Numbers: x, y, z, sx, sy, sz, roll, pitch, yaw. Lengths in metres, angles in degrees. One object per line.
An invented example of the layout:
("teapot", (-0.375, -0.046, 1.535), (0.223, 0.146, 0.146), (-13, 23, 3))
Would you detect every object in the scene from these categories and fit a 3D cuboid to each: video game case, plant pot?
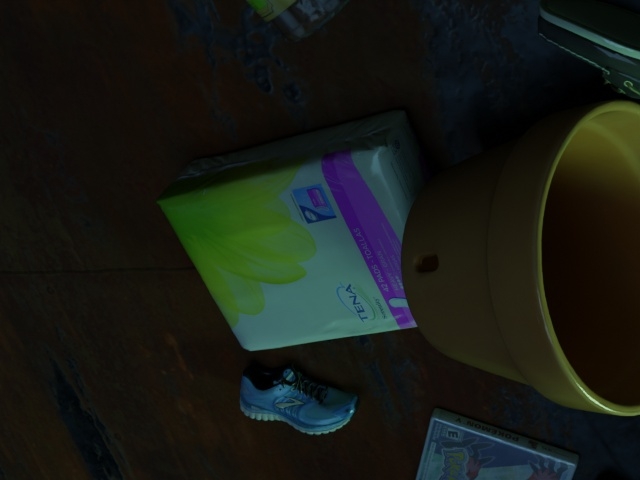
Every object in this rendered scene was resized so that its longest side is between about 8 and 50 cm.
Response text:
("video game case", (0.210, 0.309, 1.693), (0.183, 0.023, 0.201), (17, 131, 10))
("plant pot", (0.217, 0.019, 1.310), (0.203, 0.291, 0.291), (-3, 127, 47))

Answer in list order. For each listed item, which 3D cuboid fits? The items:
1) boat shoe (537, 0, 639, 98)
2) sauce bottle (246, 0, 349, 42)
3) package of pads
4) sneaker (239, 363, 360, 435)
("boat shoe", (0.300, -0.158, 1.242), (0.227, 0.081, 0.069), (20, 128, 4))
("sauce bottle", (-0.104, -0.340, 1.258), (0.344, 0.111, 0.111), (46, 130, -13))
("package of pads", (0.000, 0.000, 1.488), (0.296, 0.101, 0.229), (-10, 120, 31))
("sneaker", (-0.030, 0.191, 1.679), (0.162, 0.063, 0.073), (6, 125, 19))
